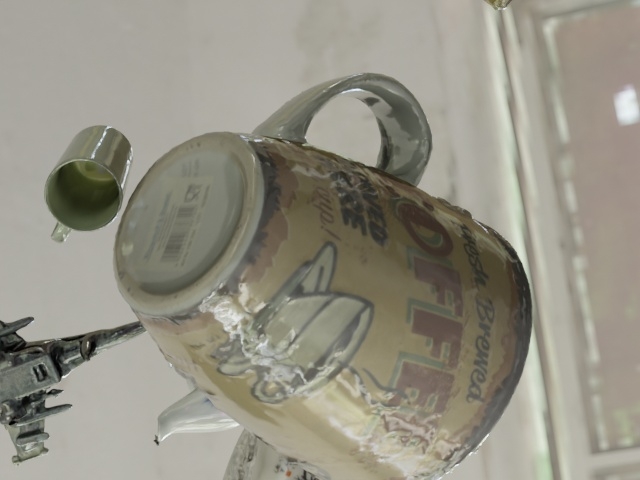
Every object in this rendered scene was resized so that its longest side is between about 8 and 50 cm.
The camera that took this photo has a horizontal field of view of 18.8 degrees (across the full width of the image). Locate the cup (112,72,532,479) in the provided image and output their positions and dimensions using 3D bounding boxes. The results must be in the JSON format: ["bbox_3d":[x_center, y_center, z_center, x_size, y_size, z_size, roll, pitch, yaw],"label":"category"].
[{"bbox_3d":[0.000,0.000,1.376,0.257,0.227,0.301,36,-123,-42],"label":"cup"}]

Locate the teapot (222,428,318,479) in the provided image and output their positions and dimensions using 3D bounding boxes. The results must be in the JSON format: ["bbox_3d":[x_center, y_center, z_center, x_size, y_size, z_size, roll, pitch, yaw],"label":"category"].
[{"bbox_3d":[-0.050,0.243,2.037,0.208,0.166,0.299,-81,4,-80],"label":"teapot"}]

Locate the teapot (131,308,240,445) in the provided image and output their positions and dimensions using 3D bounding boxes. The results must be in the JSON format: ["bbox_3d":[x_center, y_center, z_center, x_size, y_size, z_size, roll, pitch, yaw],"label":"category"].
[{"bbox_3d":[-0.120,0.109,2.586,0.252,0.280,0.424,100,-176,-50],"label":"teapot"}]

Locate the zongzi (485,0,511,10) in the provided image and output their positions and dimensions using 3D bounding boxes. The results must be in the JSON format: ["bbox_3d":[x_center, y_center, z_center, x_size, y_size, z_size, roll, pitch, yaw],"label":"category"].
[{"bbox_3d":[0.156,-0.226,1.499,0.040,0.076,0.083,37,-147,-7],"label":"zongzi"}]

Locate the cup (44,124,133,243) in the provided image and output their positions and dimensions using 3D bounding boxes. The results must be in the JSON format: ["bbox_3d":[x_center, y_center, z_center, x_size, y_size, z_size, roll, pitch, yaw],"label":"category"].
[{"bbox_3d":[-0.162,-0.037,1.367,0.083,0.054,0.075,-83,-4,-68],"label":"cup"}]

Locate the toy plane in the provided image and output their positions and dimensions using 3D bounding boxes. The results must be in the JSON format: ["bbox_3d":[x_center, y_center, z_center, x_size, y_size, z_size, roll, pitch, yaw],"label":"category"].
[{"bbox_3d":[-0.292,0.131,2.013,0.088,0.262,0.192,-67,-44,-70],"label":"toy plane"}]
